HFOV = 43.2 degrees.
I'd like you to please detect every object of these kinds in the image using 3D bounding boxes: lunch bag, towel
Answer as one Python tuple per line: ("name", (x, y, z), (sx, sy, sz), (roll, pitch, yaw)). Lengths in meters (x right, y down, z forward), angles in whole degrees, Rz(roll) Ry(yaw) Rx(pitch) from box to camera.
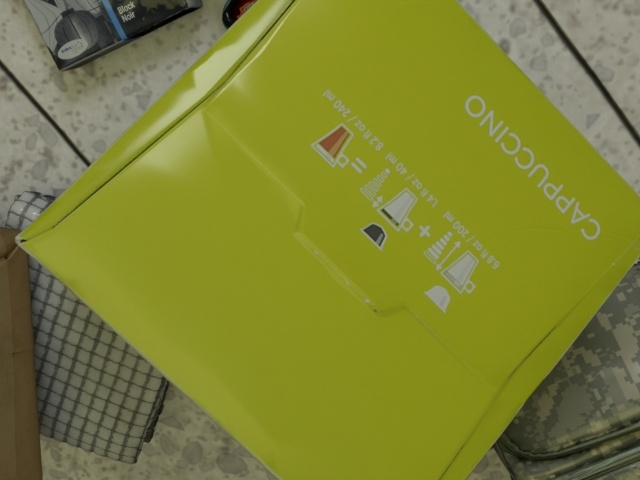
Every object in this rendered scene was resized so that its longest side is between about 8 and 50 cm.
("lunch bag", (0.311, 0.161, 0.852), (0.305, 0.212, 0.256), (-25, 86, 13))
("towel", (-0.272, 0.096, 0.940), (0.235, 0.121, 0.284), (22, 110, 1))

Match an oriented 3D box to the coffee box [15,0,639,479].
("coffee box", (0.000, 0.000, 0.701), (0.337, 0.334, 0.338), (44, 79, -8))

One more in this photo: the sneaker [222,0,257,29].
("sneaker", (-0.034, -0.258, 0.819), (0.162, 0.073, 0.063), (-35, 100, 16))

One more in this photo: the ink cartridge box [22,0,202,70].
("ink cartridge box", (-0.268, -0.359, 0.822), (0.165, 0.065, 0.333), (-22, 103, 14))

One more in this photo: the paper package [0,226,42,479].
("paper package", (-0.464, 0.135, 0.856), (0.324, 0.168, 0.310), (2, 96, 38))
